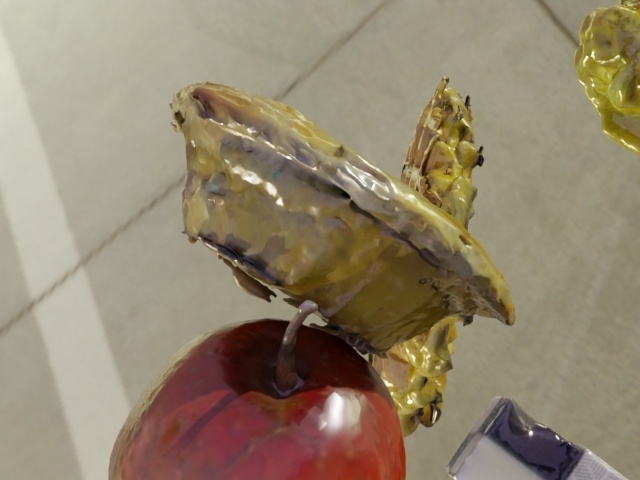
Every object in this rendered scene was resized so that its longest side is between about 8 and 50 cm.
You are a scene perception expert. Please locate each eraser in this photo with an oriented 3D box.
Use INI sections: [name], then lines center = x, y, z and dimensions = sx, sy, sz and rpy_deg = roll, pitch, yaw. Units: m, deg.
[eraser]
center = 0.303, 0.295, 1.263
dimensions = 0.098, 0.404, 0.096
rpy_deg = -54, -1, -6

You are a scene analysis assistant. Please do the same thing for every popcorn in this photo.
[popcorn]
center = 0.323, -0.152, 1.244
dimensions = 0.155, 0.197, 0.197
rpy_deg = -43, 43, -3

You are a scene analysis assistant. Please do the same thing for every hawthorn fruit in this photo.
[hawthorn fruit]
center = -0.035, 0.169, 1.070
dimensions = 0.263, 0.231, 0.235
rpy_deg = -51, 22, 4

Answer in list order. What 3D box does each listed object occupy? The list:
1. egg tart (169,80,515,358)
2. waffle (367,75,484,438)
[egg tart]
center = 0.000, 0.000, 1.060
dimensions = 0.315, 0.315, 0.120
rpy_deg = 25, 81, 47
[waffle]
center = 0.121, 0.022, 1.627
dimensions = 0.095, 0.382, 0.379
rpy_deg = 10, 47, -2
